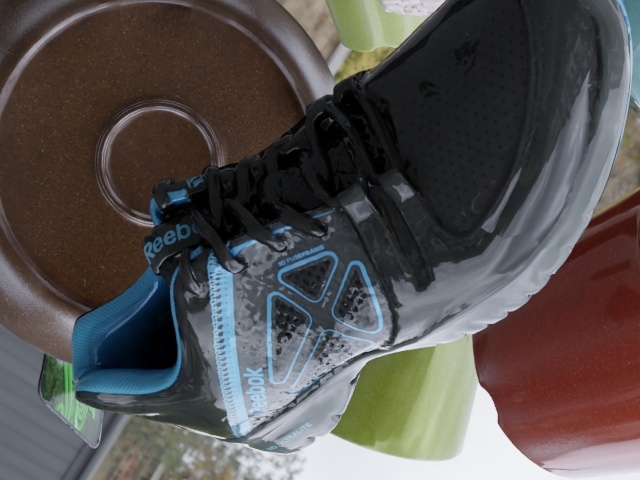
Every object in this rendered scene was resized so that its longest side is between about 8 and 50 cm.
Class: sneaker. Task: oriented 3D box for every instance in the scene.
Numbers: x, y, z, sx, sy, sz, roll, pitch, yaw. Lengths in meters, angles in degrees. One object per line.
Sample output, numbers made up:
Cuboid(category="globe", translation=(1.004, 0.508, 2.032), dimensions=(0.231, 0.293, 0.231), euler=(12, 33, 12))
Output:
Cuboid(category="sneaker", translation=(0.000, 0.000, 0.463), dimensions=(0.341, 0.140, 0.125), euler=(-50, -139, 35))

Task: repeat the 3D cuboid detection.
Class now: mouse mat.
Cuboid(category="mouse mat", translation=(-0.250, 0.106, 1.041), dimensions=(0.152, 0.007, 0.189), euler=(70, 19, -56))

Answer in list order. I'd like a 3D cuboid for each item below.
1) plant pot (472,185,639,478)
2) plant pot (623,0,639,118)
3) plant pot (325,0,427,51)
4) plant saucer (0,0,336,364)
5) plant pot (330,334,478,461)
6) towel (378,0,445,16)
Cuboid(category="plant pot", translation=(0.282, 0.070, 0.796), dimensions=(0.265, 0.272, 0.272), euler=(-31, -155, 47))
Cuboid(category="plant pot", translation=(0.260, -0.213, 0.632), dimensions=(0.255, 0.272, 0.271), euler=(-43, -167, 15))
Cuboid(category="plant pot", translation=(0.097, -0.495, 1.801), dimensions=(0.276, 0.253, 0.276), euler=(-11, -147, 7))
Cuboid(category="plant saucer", translation=(-0.117, -0.054, 0.699), dimensions=(0.310, 0.311, 0.050), euler=(-57, -164, -7))
Cuboid(category="plant pot", translation=(0.107, 0.089, 1.280), dimensions=(0.275, 0.275, 0.293), euler=(-104, -147, -77))
Cuboid(category="towel", translation=(0.214, -0.407, 1.472), dimensions=(0.332, 0.317, 0.053), euler=(42, 59, -72))
